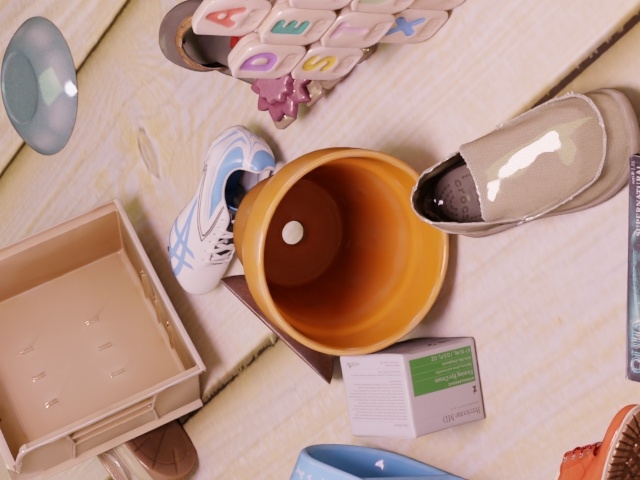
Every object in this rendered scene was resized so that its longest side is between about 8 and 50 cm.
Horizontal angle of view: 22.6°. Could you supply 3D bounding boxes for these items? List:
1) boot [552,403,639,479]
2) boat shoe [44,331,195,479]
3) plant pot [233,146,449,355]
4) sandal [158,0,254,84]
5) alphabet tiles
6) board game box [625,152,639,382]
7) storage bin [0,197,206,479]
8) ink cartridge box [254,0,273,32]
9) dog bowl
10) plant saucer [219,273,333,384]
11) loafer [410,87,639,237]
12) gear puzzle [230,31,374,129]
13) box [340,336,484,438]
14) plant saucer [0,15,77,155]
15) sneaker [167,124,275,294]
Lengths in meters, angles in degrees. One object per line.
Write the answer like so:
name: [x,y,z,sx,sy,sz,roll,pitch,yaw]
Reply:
boot: [0.255,0.203,1.466,0.084,0.059,0.158,47,130,45]
boat shoe: [-0.292,0.205,2.098,0.341,0.121,0.110,55,134,27]
plant pot: [0.000,0.000,1.646,0.188,0.205,0.205,-159,66,-66]
sandal: [-0.127,-0.224,1.850,0.219,0.060,0.090,29,119,45]
alphabet tiles: [0.034,-0.233,1.471,0.284,0.278,0.021,-44,56,46]
board game box: [0.300,0.016,1.313,0.026,0.126,0.186,11,106,50]
storage bin: [-0.313,0.127,1.986,0.262,0.260,0.123,60,165,23]
ink cartridge box: [0.016,-0.284,1.567,0.127,0.176,0.128,-38,68,45]
dog bowl: [0.082,0.274,1.620,0.297,0.166,0.074,13,97,50]
plant saucer: [-0.042,0.092,1.764,0.029,0.168,0.168,-46,51,-3]
loafer: [0.182,-0.060,1.471,0.268,0.092,0.102,-32,73,50]
gear puzzle: [-0.066,-0.303,1.743,0.175,0.044,0.339,-38,67,35]
box: [0.093,0.149,1.619,0.102,0.101,0.087,-5,94,51]
plant saucer: [-0.402,-0.212,2.216,0.195,0.037,0.195,16,110,49]
sneaker: [-0.114,-0.022,1.857,0.086,0.085,0.237,53,136,37]
